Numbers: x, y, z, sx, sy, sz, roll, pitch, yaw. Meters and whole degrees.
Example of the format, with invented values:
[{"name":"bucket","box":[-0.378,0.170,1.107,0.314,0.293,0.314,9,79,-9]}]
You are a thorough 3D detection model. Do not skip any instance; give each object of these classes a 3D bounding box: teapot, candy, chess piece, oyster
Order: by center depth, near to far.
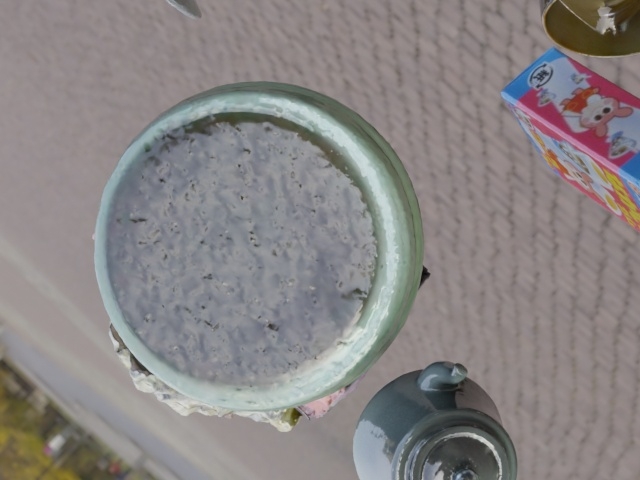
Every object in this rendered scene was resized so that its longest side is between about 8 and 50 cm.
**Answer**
[{"name":"chess piece","box":[-0.021,-0.005,0.912,0.194,0.194,0.299,42,-171,3]},{"name":"teapot","box":[0.128,0.232,1.366,0.149,0.162,0.239,-151,61,-76]},{"name":"candy","box":[0.359,-0.107,1.651,0.157,0.100,0.306,50,178,-36]},{"name":"oyster","box":[-0.137,0.148,1.685,0.354,0.201,0.107,38,136,50]}]

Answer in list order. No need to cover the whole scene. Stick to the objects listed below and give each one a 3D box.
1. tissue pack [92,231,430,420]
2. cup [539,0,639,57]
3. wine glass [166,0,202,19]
[{"name":"tissue pack","box":[-0.063,0.024,1.533,0.332,0.245,0.123,39,136,2]},{"name":"cup","box":[0.329,-0.293,1.369,0.239,0.177,0.166,2,155,5]},{"name":"wine glass","box":[-0.113,-0.345,1.445,0.165,0.196,0.165,39,-170,-8]}]
